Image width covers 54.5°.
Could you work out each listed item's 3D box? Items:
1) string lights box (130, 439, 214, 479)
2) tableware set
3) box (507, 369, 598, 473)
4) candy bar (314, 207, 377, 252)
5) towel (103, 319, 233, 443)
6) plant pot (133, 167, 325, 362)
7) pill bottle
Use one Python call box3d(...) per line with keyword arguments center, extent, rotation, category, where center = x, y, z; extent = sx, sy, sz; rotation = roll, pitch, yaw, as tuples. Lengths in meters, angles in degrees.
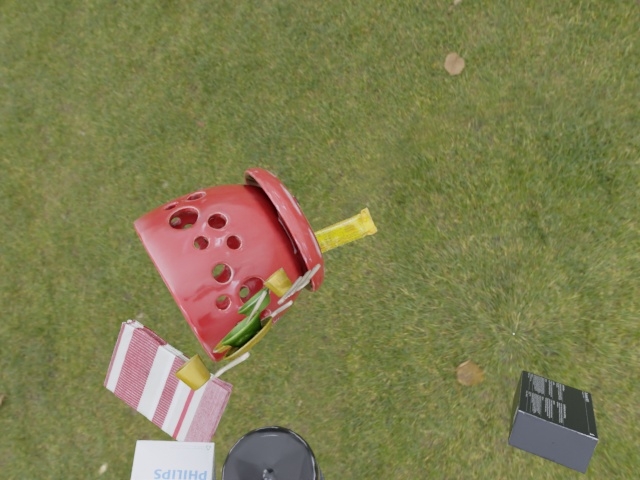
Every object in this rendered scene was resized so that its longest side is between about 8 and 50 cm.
box3d(center=(-0.259, 0.440, 1.131), extent=(0.133, 0.259, 0.076), rotation=(4, 56, -7), category="string lights box")
box3d(center=(-0.064, 0.066, 0.511), extent=(0.104, 0.154, 0.024), rotation=(-36, 98, 33), category="tableware set")
box3d(center=(0.577, 0.443, 1.551), extent=(0.184, 0.261, 0.103), rotation=(15, 105, 17), category="box")
box3d(center=(0.000, 0.000, 0.885), extent=(0.162, 0.018, 0.040), rotation=(-21, 113, 4), category="candy bar")
box3d(center=(-0.388, 0.369, 1.561), extent=(0.329, 0.037, 0.237), rotation=(31, 116, 13), category="towel")
box3d(center=(-0.099, 0.022, 0.734), extent=(0.174, 0.191, 0.191), rotation=(-28, 73, -11), category="plant pot")
box3d(center=(-0.054, 0.341, 0.845), extent=(0.123, 0.219, 0.122), rotation=(-3, 58, 4), category="pill bottle")
